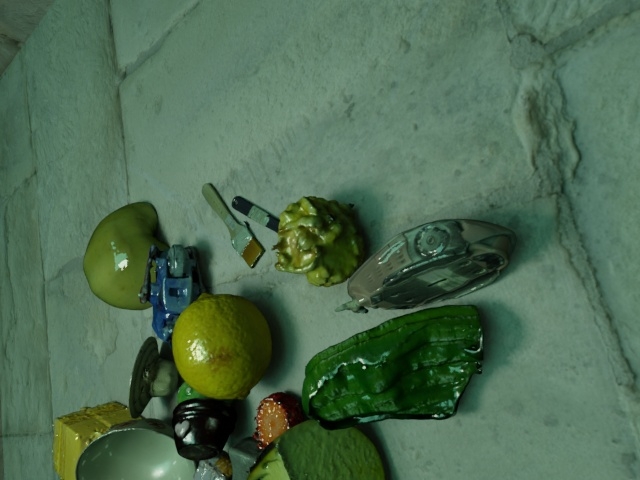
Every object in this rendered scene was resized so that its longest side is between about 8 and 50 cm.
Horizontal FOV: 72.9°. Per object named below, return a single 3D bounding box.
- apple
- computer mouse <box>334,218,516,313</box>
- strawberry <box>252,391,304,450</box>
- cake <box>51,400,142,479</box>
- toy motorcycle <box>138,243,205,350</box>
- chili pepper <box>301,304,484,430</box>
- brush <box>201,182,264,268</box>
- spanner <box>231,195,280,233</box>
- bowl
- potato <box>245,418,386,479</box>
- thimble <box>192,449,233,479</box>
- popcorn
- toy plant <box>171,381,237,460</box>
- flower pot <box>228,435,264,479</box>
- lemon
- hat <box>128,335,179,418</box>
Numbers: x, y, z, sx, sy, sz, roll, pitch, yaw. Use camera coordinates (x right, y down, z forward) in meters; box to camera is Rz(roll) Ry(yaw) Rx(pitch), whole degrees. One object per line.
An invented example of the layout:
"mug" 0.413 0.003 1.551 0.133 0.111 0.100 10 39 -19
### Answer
"apple" -0.682 0.071 1.546 0.360 0.312 0.320 -42 20 26
"computer mouse" 0.182 0.052 0.843 0.389 0.200 0.114 -28 51 32
"strawberry" -0.101 0.453 1.082 0.145 0.086 0.145 -3 84 35
"cake" -0.736 0.709 1.469 0.286 0.223 0.227 3 92 37
"toy motorcycle" -0.441 0.170 1.333 0.182 0.241 0.318 0 79 -3
"chili pepper" 0.144 0.248 0.863 0.385 0.213 0.167 -23 28 15
"brush" -0.271 -0.058 1.282 0.336 0.020 0.085 49 115 29
"spanner" -0.144 -0.060 1.187 0.316 0.024 0.087 30 104 36
"bowl" -0.543 0.657 1.328 0.157 0.338 0.337 -112 44 -70
"potato" -0.010 0.560 0.962 0.280 0.213 0.330 -41 73 48
"thimble" -0.277 0.665 1.178 0.118 0.127 0.151 16 92 35
"popcorn" -0.002 -0.001 0.968 0.169 0.189 0.218 -43 62 31
"toy plant" -0.323 0.474 1.207 0.218 0.175 0.235 -29 36 25
"flower pot" -0.164 0.631 1.111 0.108 0.103 0.229 0 90 39
"lemon" -0.250 0.264 1.109 0.268 0.267 0.267 -2 86 37
"hat" -0.504 0.434 1.363 0.110 0.252 0.251 6 92 -3
